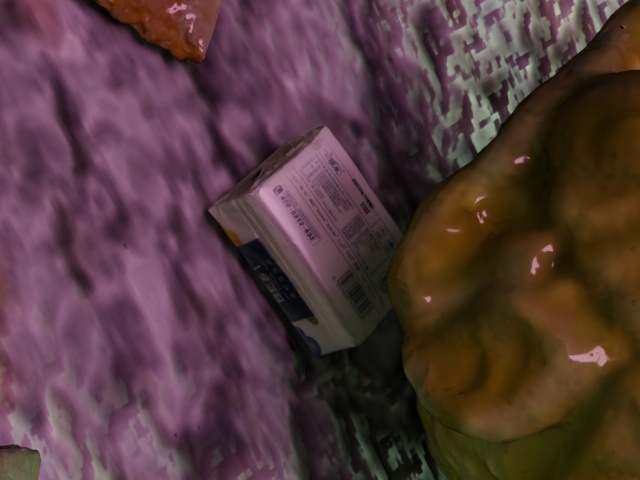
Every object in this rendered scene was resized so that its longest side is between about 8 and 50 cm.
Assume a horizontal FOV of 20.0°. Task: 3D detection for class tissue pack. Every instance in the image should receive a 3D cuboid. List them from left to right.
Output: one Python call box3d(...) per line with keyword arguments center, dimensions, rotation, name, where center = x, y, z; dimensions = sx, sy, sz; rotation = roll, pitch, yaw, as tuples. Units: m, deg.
box3d(center=(0.000, 0.000, 0.793), dimensions=(0.062, 0.042, 0.083), rotation=(-44, 105, -36), name="tissue pack")

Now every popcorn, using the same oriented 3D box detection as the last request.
box3d(center=(0.182, 0.034, 0.770), dimensions=(0.312, 0.312, 0.312), rotation=(12, 70, -35), name="popcorn")

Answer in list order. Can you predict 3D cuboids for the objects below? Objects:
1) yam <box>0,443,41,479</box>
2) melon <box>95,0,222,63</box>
box3d(center=(-0.134, 0.135, 0.642), dimensions=(0.054, 0.054, 0.132), rotation=(20, 66, -33), name="yam")
box3d(center=(-0.114, -0.149, 0.754), dimensions=(0.182, 0.054, 0.098), rotation=(21, 80, -32), name="melon")
